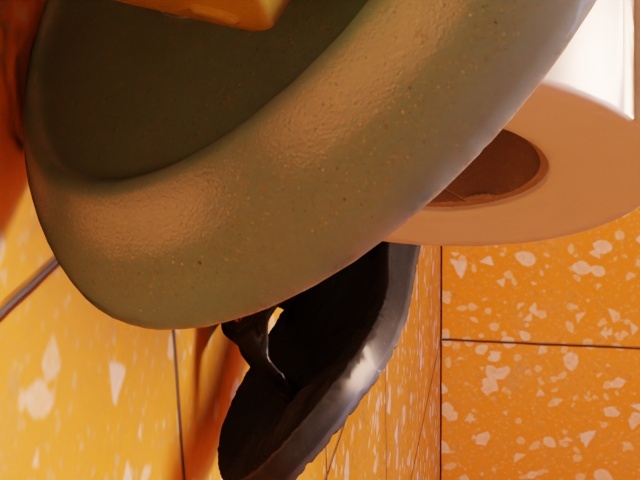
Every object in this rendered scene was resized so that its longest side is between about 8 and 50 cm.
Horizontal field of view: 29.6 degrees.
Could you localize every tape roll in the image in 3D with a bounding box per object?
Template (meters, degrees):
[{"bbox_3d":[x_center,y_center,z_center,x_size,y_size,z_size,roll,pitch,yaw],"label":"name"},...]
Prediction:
[{"bbox_3d":[0.059,-0.114,0.646,0.246,0.246,0.169,65,29,-69],"label":"tape roll"}]

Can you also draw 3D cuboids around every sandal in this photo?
[{"bbox_3d":[-0.001,0.000,0.908,0.167,0.107,0.446,-38,-160,42],"label":"sandal"}]

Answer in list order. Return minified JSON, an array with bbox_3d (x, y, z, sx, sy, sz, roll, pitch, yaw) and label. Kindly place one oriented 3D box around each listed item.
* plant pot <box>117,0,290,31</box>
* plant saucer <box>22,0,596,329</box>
[{"bbox_3d":[-0.063,-0.170,0.305,0.212,0.212,0.187,57,46,-86],"label":"plant pot"},{"bbox_3d":[-0.018,-0.120,0.459,0.043,0.317,0.318,34,50,-36],"label":"plant saucer"}]
